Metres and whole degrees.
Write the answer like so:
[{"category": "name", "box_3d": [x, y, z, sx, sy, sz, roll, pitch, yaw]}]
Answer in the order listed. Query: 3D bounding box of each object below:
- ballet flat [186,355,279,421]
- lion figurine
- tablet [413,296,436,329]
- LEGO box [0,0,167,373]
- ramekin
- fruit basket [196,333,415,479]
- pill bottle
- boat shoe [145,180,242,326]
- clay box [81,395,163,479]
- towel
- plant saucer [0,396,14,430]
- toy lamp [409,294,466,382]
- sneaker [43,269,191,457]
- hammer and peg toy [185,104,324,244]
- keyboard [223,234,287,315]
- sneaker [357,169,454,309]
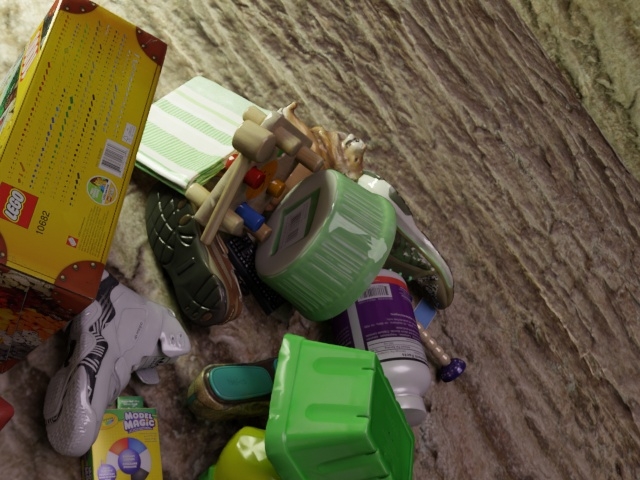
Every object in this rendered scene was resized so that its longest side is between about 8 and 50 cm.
[{"category": "ballet flat", "box_3d": [-0.108, 0.291, 1.649, 0.348, 0.123, 0.123, 5, 65, -42]}, {"category": "lion figurine", "box_3d": [-0.073, -0.160, 1.923, 0.392, 0.142, 0.240, -40, 104, -31]}, {"category": "tablet", "box_3d": [0.253, 0.181, 2.088, 0.054, 0.006, 0.083, 50, 45, -8]}, {"category": "LEGO box", "box_3d": [-0.459, -0.089, 1.367, 0.193, 0.372, 0.500, 27, 53, -27]}, {"category": "ramekin", "box_3d": [0.000, 0.000, 1.754, 0.148, 0.303, 0.303, 35, 50, -25]}, {"category": "fruit basket", "box_3d": [-0.042, 0.378, 1.535, 0.392, 0.392, 0.283, 33, 43, -23]}, {"category": "pill bottle", "box_3d": [0.125, 0.232, 1.795, 0.181, 0.181, 0.323, 15, 48, -34]}, {"category": "boat shoe", "box_3d": [-0.246, 0.025, 1.680, 0.120, 0.122, 0.324, 15, 49, -61]}, {"category": "clay box", "box_3d": [-0.339, 0.371, 1.451, 0.127, 0.053, 0.222, 6, 65, -38]}, {"category": "towel", "box_3d": [-0.263, -0.229, 1.758, 0.248, 0.038, 0.325, 29, 45, 18]}, {"category": "plant saucer", "box_3d": [-0.619, 0.269, 1.213, 0.258, 0.048, 0.259, 44, 66, -15]}, {"category": "toy lamp", "box_3d": [0.231, 0.213, 2.006, 0.275, 0.080, 0.080, 51, 45, -10]}, {"category": "sneaker", "box_3d": [-0.334, 0.213, 1.441, 0.210, 0.137, 0.366, 26, 35, -29]}, {"category": "hammer and peg toy", "box_3d": [-0.143, -0.124, 1.623, 0.127, 0.266, 0.361, 38, 5, 14]}, {"category": "keyboard", "box_3d": [-0.143, 0.071, 1.798, 0.108, 0.023, 0.180, -36, 92, -45]}, {"category": "sneaker", "box_3d": [0.164, 0.030, 2.030, 0.182, 0.158, 0.410, -39, 113, -4]}]
